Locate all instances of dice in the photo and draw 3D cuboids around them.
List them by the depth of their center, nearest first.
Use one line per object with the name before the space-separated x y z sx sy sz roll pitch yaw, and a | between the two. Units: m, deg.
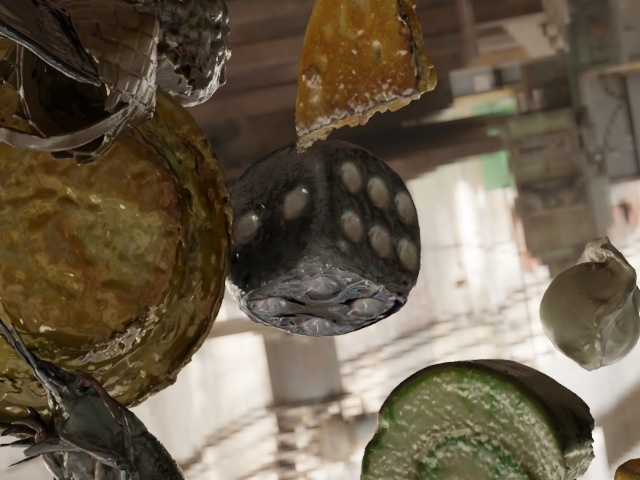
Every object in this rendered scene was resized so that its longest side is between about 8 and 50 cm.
dice | 0.000 0.000 1.748 0.183 0.181 0.182 -25 146 36

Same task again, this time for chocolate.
chocolate | -0.227 -0.317 1.959 0.210 0.340 0.225 -4 -169 14

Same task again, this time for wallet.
wallet | -0.316 -0.219 1.110 0.323 0.041 0.247 30 -172 -24

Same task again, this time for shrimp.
shrimp | -0.217 0.236 1.493 0.137 0.372 0.172 -49 -158 -16

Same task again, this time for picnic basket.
picnic basket | -0.228 -0.129 1.302 0.128 0.137 0.178 22 -141 18

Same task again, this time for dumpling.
dumpling | 0.302 0.068 1.609 0.108 0.127 0.188 28 -157 -10

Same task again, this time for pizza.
pizza | 0.038 -0.136 1.045 0.041 0.178 0.131 2 -164 -43

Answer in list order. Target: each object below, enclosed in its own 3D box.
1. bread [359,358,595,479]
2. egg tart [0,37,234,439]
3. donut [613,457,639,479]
bread | 0.233 0.347 2.103 0.382 0.366 0.129 -36 158 31
egg tart | -0.288 -0.005 1.582 0.443 0.443 0.178 -11 -178 -22
donut | 0.401 0.301 1.882 0.083 0.038 0.067 -17 -165 -40
